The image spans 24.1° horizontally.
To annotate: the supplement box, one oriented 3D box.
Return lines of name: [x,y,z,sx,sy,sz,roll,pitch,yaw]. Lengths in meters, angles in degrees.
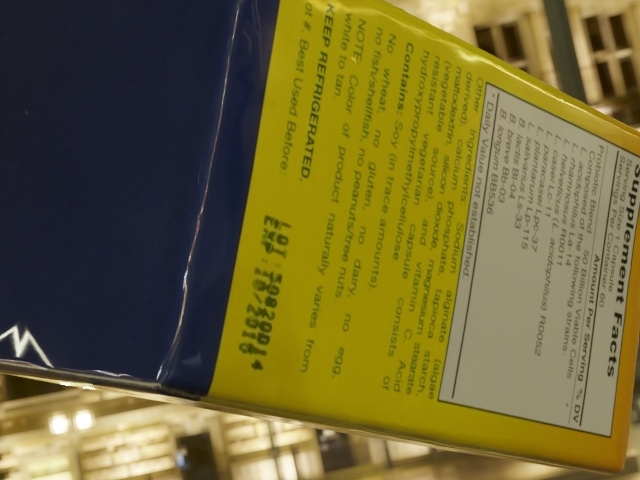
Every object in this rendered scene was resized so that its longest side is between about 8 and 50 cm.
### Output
supplement box: [0.000,0.000,0.780,0.195,0.194,0.357,3,-11,43]
